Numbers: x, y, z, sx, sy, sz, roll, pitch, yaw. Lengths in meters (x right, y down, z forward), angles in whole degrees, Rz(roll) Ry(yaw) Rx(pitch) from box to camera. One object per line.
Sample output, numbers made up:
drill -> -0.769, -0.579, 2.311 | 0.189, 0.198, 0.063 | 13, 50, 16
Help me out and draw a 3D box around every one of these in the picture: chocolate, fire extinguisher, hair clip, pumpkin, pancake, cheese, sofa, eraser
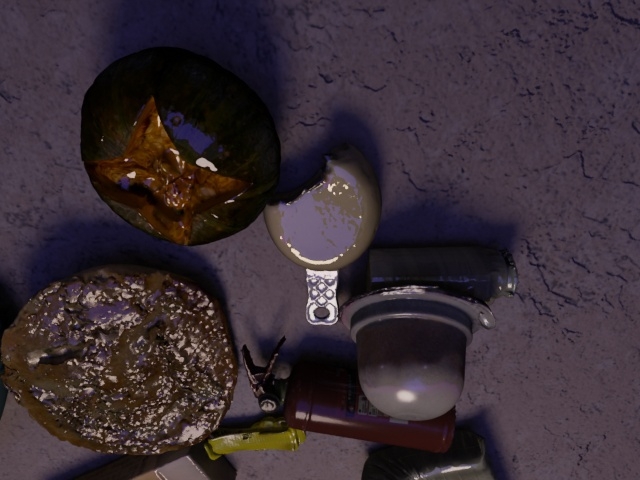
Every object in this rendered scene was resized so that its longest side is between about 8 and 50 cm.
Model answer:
chocolate -> 0.129, 0.161, 0.584 | 0.222, 0.147, 0.221 | -2, 148, -1
fire extinguisher -> 0.037, 0.233, 0.679 | 0.338, 0.106, 0.147 | 11, 105, -4
hair clip -> -0.108, 0.344, 0.755 | 0.173, 0.046, 0.072 | -14, 113, 8
pumpkin -> -0.159, -0.106, 0.521 | 0.238, 0.159, 0.237 | 4, 136, 4
pancake -> -0.294, 0.191, 0.664 | 0.357, 0.065, 0.355 | -6, 116, -13
cheese -> 0.021, 0.001, 0.605 | 0.164, 0.070, 0.248 | -18, 109, 9
sofa -> 0.200, 0.459, 0.723 | 0.226, 0.176, 0.210 | -19, 109, 9
eraser -> -0.335, 0.469, 0.795 | 0.344, 0.078, 0.144 | -26, 109, 10

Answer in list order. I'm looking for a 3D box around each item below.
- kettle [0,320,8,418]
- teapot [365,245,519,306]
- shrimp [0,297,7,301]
kettle -> -0.614, 0.223, 0.602 | 0.320, 0.247, 0.342 | 22, 106, -47
teapot -> 0.167, 0.063, 0.624 | 0.201, 0.077, 0.107 | -1, 131, 2
shrimp -> -0.571, 0.031, 0.635 | 0.233, 0.079, 0.090 | 38, 112, -17
